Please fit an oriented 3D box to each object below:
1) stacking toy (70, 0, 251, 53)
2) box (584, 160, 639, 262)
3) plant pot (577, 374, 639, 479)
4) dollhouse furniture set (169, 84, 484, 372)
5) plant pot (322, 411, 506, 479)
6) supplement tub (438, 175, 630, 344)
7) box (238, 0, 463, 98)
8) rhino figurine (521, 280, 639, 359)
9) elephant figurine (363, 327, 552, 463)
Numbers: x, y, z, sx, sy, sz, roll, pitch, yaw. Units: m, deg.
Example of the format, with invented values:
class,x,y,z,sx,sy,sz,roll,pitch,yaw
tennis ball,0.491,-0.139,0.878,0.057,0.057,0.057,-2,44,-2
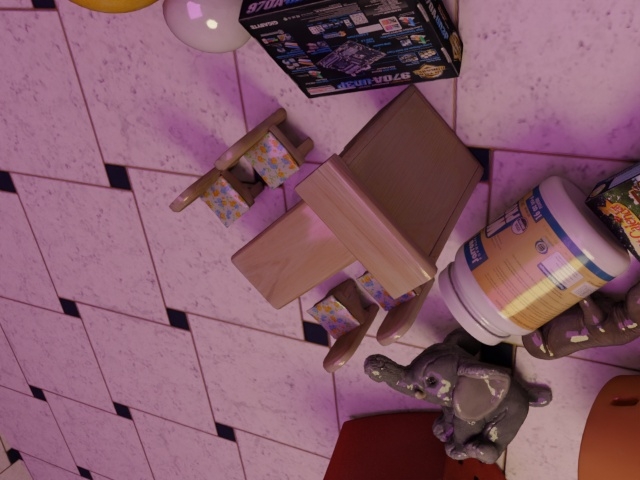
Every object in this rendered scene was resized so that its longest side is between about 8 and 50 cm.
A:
class,x,y,z,sx,sy,sz,roll,pitch,yaw
stacking toy,-0.280,-0.411,0.789,0.480,0.350,0.351,33,134,-20
box,0.436,0.000,0.703,0.233,0.044,0.159,46,148,-2
plant pot,0.476,0.296,0.828,0.204,0.291,0.290,9,127,46
dollhouse furniture set,0.000,0.000,0.884,0.362,0.256,0.394,48,131,-7
plant pot,0.178,0.458,1.115,0.236,0.267,0.267,-32,103,29
supplement tub,0.265,0.031,0.808,0.144,0.144,0.200,45,119,-5
box,0.040,-0.248,0.763,0.220,0.051,0.175,-1,159,30
rhino figurine,0.373,0.102,0.864,0.243,0.073,0.106,-23,102,40
elephant figurine,0.212,0.216,0.967,0.169,0.186,0.239,3,133,45
